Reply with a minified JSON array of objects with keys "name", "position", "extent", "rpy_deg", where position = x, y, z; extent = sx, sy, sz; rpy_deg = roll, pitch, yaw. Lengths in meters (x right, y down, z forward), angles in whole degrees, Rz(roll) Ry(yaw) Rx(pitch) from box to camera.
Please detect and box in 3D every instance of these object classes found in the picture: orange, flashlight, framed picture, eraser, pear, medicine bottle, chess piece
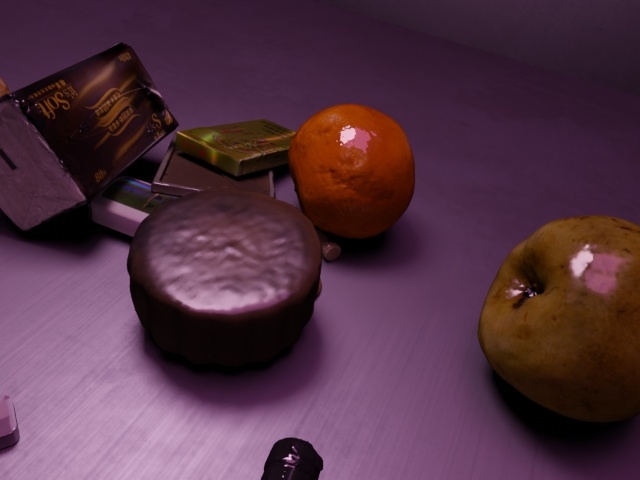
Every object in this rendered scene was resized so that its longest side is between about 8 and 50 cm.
[{"name":"orange","position":[0.059,-0.133,1.096],"extent":[0.261,0.261,0.261],"rpy_deg":[7,38,-5]},{"name":"flashlight","position":[-0.060,0.327,0.624],"extent":[0.093,0.092,0.232],"rpy_deg":[16,33,6]},{"name":"framed picture","position":[-0.208,-0.150,1.178],"extent":[0.232,0.024,0.315],"rpy_deg":[10,25,-10]},{"name":"eraser","position":[-0.429,0.234,0.690],"extent":[0.105,0.026,0.065],"rpy_deg":[-13,41,-29]},{"name":"pear","position":[0.404,0.120,0.849],"extent":[0.304,0.303,0.303],"rpy_deg":[7,38,-5]},{"name":"medicine bottle","position":[-0.297,-0.045,1.038],"extent":[0.219,0.078,0.115],"rpy_deg":[19,35,11]},{"name":"chess piece","position":[0.000,0.000,1.095],"extent":[0.035,0.035,0.092],"rpy_deg":[-15,41,-30]}]

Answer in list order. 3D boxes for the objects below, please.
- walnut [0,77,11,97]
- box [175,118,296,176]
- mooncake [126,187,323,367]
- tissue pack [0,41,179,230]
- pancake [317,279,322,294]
[{"name":"walnut","position":[-0.683,-0.206,1.041],"extent":[0.225,0.257,0.257],"rpy_deg":[-16,31,22]},{"name":"box","position":[-0.151,-0.214,1.263],"extent":[0.173,0.043,0.311],"rpy_deg":[27,27,23]},{"name":"mooncake","position":[-0.145,0.056,0.873],"extent":[0.291,0.161,0.290],"rpy_deg":[4,43,-4]},{"name":"tissue pack","position":[-0.456,-0.201,1.046],"extent":[0.198,0.210,0.370],"rpy_deg":[-15,27,23]},{"name":"pancake","position":[-0.051,0.072,1.005],"extent":[0.115,0.011,0.115],"rpy_deg":[6,37,-4]}]
